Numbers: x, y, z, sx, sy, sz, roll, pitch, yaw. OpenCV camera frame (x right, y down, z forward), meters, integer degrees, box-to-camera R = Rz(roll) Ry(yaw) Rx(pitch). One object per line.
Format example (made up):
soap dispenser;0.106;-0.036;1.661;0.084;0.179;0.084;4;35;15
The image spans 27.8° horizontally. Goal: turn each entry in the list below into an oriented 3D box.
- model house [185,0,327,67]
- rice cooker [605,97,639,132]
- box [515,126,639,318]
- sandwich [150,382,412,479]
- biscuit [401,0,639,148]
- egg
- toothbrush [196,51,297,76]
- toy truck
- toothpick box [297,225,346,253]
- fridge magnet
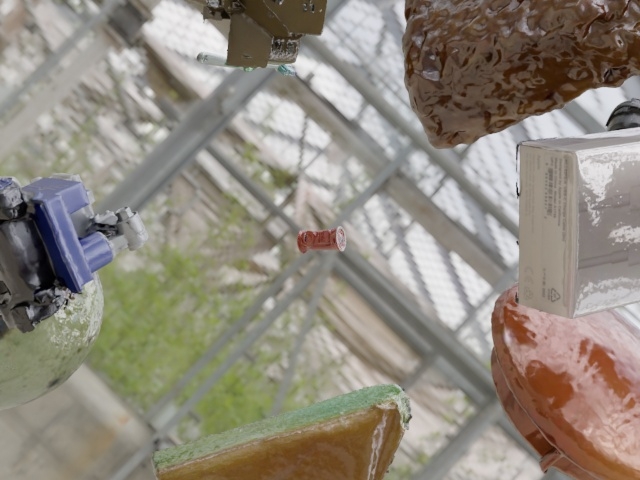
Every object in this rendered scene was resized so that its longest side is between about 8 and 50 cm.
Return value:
model house;-0.136;-0.352;1.952;0.248;0.176;0.181;-1;11;-41
rice cooker;0.614;-0.202;2.552;0.112;0.106;0.165;16;-27;11
box;0.360;-0.028;1.590;0.106;0.252;0.203;14;-71;53
sandwich;-0.051;0.222;1.173;0.212;0.245;0.063;21;7;-25
biscuit;0.302;-0.340;1.885;0.166;0.395;0.342;46;36;-35
egg;-0.618;0.154;2.461;0.345;0.428;0.345;49;-12;14
toothbrush;-0.141;-0.340;2.492;0.030;0.030;0.304;41;22;27
toy truck;-0.310;-0.012;1.424;0.213;0.177;0.161;10;-57;52
toothpick box;0.000;0.000;2.355;0.083;0.047;0.047;-5;-30;23
fridge magnet;0.386;0.208;1.864;0.364;0.155;0.363;25;38;-22
